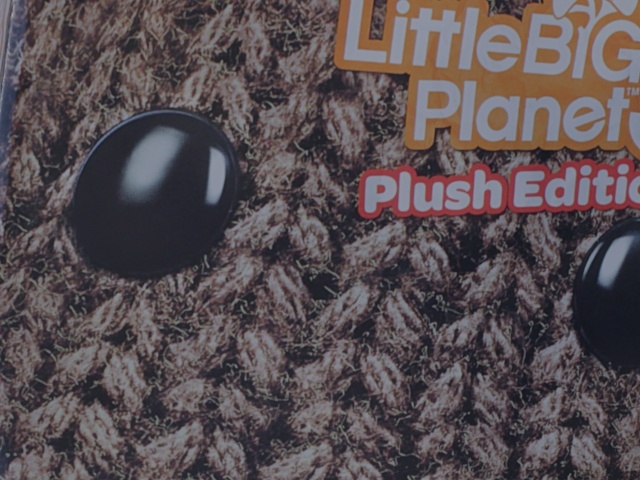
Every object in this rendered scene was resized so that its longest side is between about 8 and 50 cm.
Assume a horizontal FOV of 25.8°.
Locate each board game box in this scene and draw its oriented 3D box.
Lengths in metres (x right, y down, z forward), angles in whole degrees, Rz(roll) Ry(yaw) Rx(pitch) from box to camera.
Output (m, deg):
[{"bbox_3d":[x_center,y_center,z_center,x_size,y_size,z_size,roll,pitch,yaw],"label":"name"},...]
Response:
[{"bbox_3d":[0.000,0.000,0.473,0.232,0.291,0.141,6,-164,-16],"label":"board game box"}]
